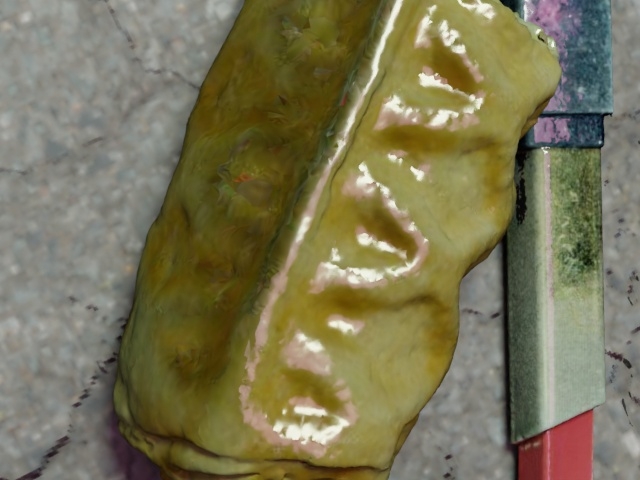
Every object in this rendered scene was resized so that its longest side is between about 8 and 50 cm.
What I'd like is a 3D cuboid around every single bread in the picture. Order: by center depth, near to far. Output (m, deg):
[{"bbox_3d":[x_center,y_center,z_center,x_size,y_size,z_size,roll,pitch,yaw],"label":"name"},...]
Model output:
[{"bbox_3d":[0.000,0.000,0.674,0.152,0.130,0.268,19,83,24],"label":"bread"}]

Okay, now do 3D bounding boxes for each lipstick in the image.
[{"bbox_3d":[0.117,-0.005,0.740,0.051,0.051,0.312,-2,90,-16],"label":"lipstick"}]
